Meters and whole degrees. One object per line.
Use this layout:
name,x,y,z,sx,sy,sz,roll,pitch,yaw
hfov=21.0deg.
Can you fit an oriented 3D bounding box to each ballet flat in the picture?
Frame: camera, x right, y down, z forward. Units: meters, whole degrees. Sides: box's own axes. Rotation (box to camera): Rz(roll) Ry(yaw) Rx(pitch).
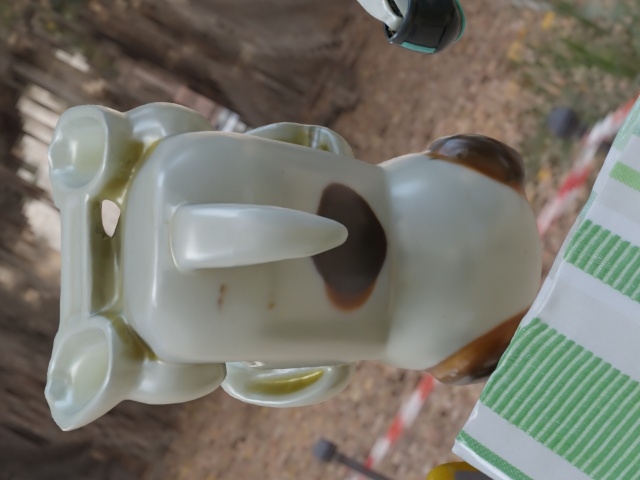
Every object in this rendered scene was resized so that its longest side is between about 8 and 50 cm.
ballet flat,0.057,-0.313,1.773,0.096,0.280,0.095,-11,-27,-30

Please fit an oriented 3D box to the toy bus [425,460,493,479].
toy bus,0.160,0.299,1.481,0.108,0.130,0.332,103,166,-44

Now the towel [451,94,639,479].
towel,0.260,0.075,1.202,0.038,0.248,0.324,3,-62,-60

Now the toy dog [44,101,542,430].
toy dog,0.000,0.000,1.514,0.395,0.408,0.284,-33,59,56
